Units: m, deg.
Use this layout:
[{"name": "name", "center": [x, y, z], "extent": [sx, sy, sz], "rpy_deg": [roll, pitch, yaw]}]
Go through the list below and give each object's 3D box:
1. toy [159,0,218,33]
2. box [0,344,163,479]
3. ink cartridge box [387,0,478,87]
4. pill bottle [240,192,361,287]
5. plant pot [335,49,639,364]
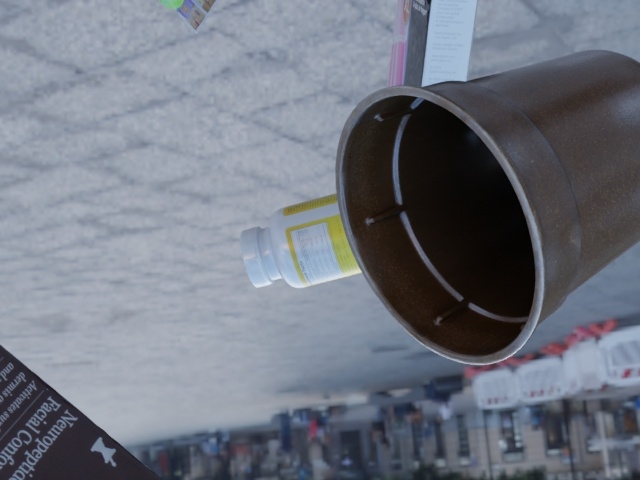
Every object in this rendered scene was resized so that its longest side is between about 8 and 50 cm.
[{"name": "toy", "center": [-0.188, -0.449, 1.647], "extent": [0.056, 0.237, 0.137], "rpy_deg": [-23, 122, 41]}, {"name": "box", "center": [-0.196, 0.247, 0.739], "extent": [0.143, 0.381, 0.191], "rpy_deg": [-44, -172, 30]}, {"name": "ink cartridge box", "center": [0.139, -0.277, 1.257], "extent": [0.069, 0.371, 0.176], "rpy_deg": [4, -158, -10]}, {"name": "pill bottle", "center": [0.000, 0.000, 1.281], "extent": [0.184, 0.103, 0.103], "rpy_deg": [-14, 167, 9]}, {"name": "plant pot", "center": [0.123, -0.036, 0.629], "extent": [0.165, 0.167, 0.167], "rpy_deg": [-25, 180, -31]}]
